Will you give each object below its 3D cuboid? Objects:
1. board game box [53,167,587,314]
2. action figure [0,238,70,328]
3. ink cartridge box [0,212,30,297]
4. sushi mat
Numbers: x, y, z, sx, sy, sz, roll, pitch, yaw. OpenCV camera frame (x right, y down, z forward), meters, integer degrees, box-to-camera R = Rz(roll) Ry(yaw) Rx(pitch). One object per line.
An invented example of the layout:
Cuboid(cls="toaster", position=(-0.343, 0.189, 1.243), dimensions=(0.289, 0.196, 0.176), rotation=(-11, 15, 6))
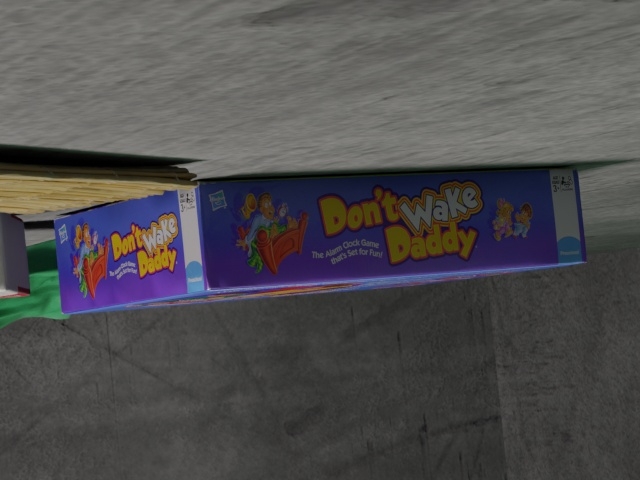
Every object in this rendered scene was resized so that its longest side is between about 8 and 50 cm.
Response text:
Cuboid(cls="board game box", position=(0.000, 0.000, 1.480), dimensions=(0.347, 0.078, 0.233), rotation=(-3, 176, -34))
Cuboid(cls="action figure", position=(-0.293, 0.041, 1.527), dimensions=(0.232, 0.063, 0.137), rotation=(-13, 149, -33))
Cuboid(cls="ink cartridge box", position=(-0.298, 0.016, 1.386), dimensions=(0.150, 0.063, 0.109), rotation=(-6, 177, 1))
Cuboid(cls="sushi mat", position=(-0.212, -0.031, 1.077), dimensions=(0.151, 0.019, 0.316), rotation=(-9, 176, 27))
